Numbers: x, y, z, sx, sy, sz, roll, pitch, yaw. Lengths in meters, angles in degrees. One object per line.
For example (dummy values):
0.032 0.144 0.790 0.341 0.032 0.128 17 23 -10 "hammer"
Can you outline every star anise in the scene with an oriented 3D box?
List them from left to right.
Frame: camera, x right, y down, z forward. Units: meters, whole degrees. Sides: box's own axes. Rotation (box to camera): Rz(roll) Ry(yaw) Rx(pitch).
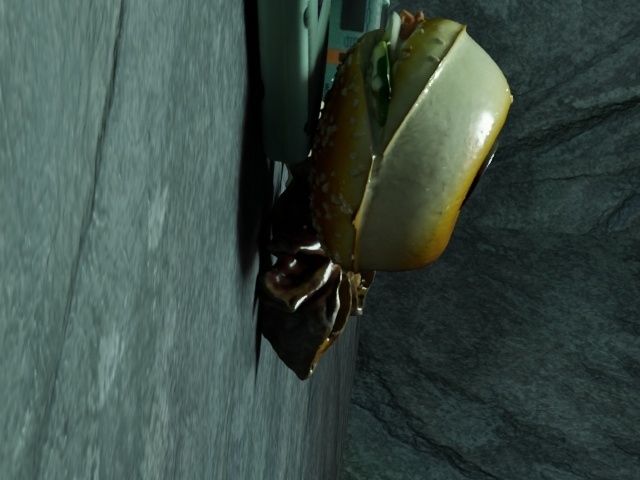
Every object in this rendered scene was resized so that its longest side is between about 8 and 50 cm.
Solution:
0.003 -0.006 1.708 0.220 0.099 0.214 -58 157 -34 "star anise"

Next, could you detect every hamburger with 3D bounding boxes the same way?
0.066 -0.077 1.538 0.237 0.147 0.237 24 90 -87 "hamburger"

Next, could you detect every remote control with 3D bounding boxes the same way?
-0.021 -0.193 1.464 0.296 0.056 0.140 91 8 -56 "remote control"

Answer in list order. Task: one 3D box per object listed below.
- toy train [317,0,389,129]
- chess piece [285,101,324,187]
0.024 -0.179 1.954 0.086 0.089 0.409 102 -7 -78 "toy train"
-0.020 -0.092 1.802 0.035 0.035 0.092 71 27 -81 "chess piece"
